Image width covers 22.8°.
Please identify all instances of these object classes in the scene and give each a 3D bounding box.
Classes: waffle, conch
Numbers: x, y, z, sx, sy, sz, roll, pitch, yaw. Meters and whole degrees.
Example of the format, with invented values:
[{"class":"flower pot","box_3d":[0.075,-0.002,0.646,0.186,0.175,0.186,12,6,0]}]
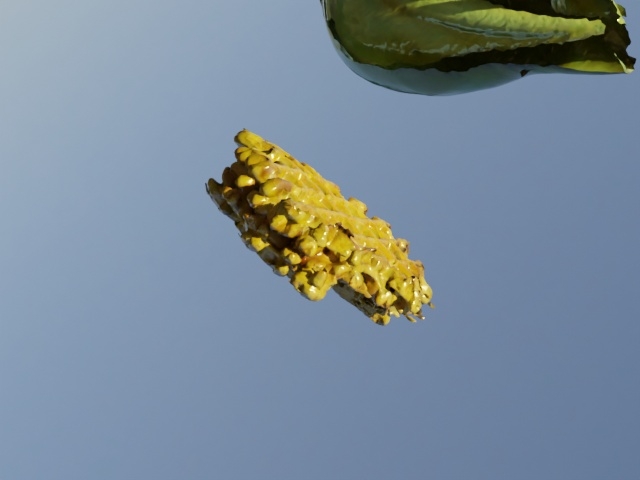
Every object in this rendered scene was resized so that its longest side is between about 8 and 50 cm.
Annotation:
[{"class":"waffle","box_3d":[0.000,0.000,1.273,0.070,0.193,0.197,-52,-146,10]},{"class":"conch","box_3d":[0.058,-0.117,0.770,0.200,0.095,0.079,-2,-147,48]}]
